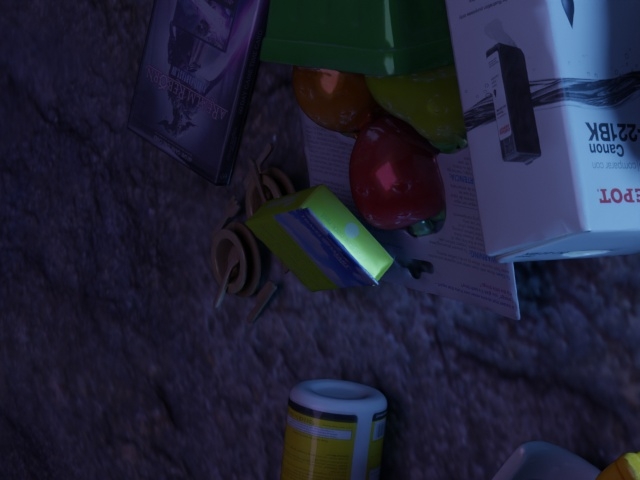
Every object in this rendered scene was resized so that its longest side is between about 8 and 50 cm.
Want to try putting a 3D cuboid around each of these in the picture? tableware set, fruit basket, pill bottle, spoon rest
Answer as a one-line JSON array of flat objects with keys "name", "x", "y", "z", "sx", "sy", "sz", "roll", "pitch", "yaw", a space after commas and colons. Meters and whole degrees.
[{"name": "tableware set", "x": -0.082, "y": -0.006, "z": 1.708, "sx": 0.194, "sy": 0.039, "sz": 0.128, "roll": -55, "pitch": 53, "yaw": 47}, {"name": "fruit basket", "x": 0.079, "y": -0.121, "z": 1.492, "sx": 0.327, "sy": 0.165, "sz": 0.353, "roll": 15, "pitch": 124, "yaw": 55}, {"name": "pill bottle", "x": 0.010, "y": 0.242, "z": 1.590, "sx": 0.103, "sy": 0.103, "sz": 0.184, "roll": 16, "pitch": 102, "yaw": 47}, {"name": "spoon rest", "x": 0.273, "y": 0.282, "z": 1.332, "sx": 0.276, "sy": 0.084, "sz": 0.137, "roll": 48, "pitch": 127, "yaw": 20}]

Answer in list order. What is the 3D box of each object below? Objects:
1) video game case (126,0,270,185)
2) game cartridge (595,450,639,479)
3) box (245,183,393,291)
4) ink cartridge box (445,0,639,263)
[{"name": "video game case", "x": -0.140, "y": -0.226, "z": 1.802, "sx": 0.196, "sy": 0.026, "sz": 0.274, "roll": 33, "pitch": 114, "yaw": 43}, {"name": "game cartridge", "x": 0.359, "y": 0.250, "z": 1.036, "sx": 0.052, "sy": 0.324, "sz": 0.285, "roll": -51, "pitch": 56, "yaw": 39}, {"name": "box", "x": 0.000, "y": 0.000, "z": 1.544, "sx": 0.109, "sy": 0.042, "sz": 0.178, "roll": 46, "pitch": 161, "yaw": -13}, {"name": "ink cartridge box", "x": 0.218, "y": -0.126, "z": 1.274, "sx": 0.114, "sy": 0.197, "sz": 0.272, "roll": -15, "pitch": 80, "yaw": 47}]
